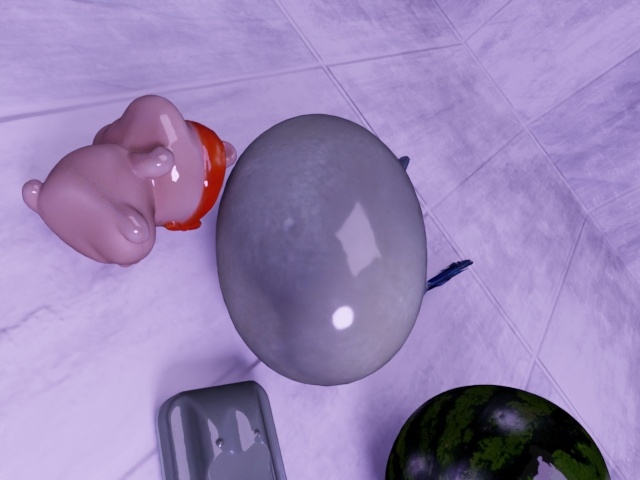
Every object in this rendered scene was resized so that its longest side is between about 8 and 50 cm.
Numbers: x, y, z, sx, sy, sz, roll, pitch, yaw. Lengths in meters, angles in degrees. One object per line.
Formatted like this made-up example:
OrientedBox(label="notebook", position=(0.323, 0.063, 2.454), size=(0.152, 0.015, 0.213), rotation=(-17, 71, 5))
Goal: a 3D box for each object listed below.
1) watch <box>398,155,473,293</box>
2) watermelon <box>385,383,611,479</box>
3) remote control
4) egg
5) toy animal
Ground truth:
OrientedBox(label="watch", position=(0.163, -0.033, 0.920), size=(0.275, 0.068, 0.276), rotation=(-23, 79, -49))
OrientedBox(label="watermelon", position=(0.203, 0.302, 0.573), size=(0.269, 0.269, 0.269), rotation=(24, 48, -30))
OrientedBox(label="remote control", position=(-0.070, 0.307, 0.461), size=(0.128, 0.065, 0.335), rotation=(2, 61, -40))
OrientedBox(label="egg", position=(0.000, 0.000, 0.599), size=(0.258, 0.258, 0.352), rotation=(13, 55, -37))
OrientedBox(label="toy animal", position=(-0.197, -0.067, 0.537), size=(0.171, 0.171, 0.197), rotation=(47, 43, -8))
